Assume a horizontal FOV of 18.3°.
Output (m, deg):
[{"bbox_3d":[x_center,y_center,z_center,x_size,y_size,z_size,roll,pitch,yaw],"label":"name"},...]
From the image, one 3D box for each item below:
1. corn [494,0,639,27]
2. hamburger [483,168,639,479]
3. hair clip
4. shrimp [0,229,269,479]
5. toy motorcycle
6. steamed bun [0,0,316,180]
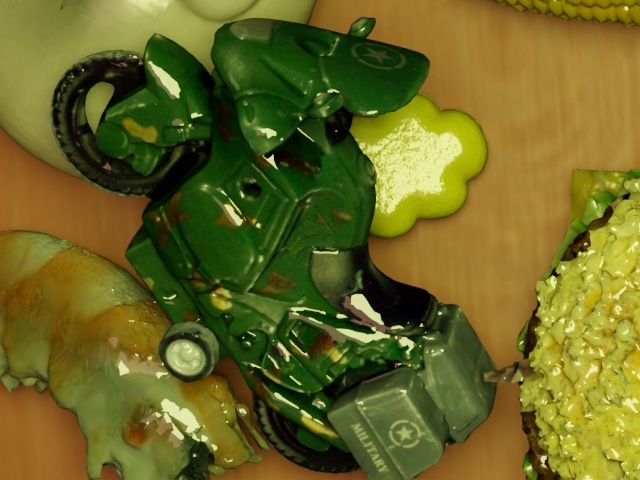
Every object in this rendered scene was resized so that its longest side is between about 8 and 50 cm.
[{"bbox_3d":[0.196,-0.145,0.983,0.313,0.102,0.102,12,93,14],"label":"corn"},{"bbox_3d":[0.202,0.075,0.962,0.243,0.138,0.262,5,90,14],"label":"hamburger"},{"bbox_3d":[0.006,-0.028,1.062,0.173,0.046,0.072,-19,89,12],"label":"hair clip"},{"bbox_3d":[-0.183,0.090,1.096,0.287,0.068,0.185,-22,75,17],"label":"shrimp"},{"bbox_3d":[0.000,0.000,0.985,0.187,0.125,0.275,-25,109,24],"label":"toy motorcycle"},{"bbox_3d":[-0.097,-0.140,1.046,0.177,0.130,0.228,44,102,13],"label":"steamed bun"}]
